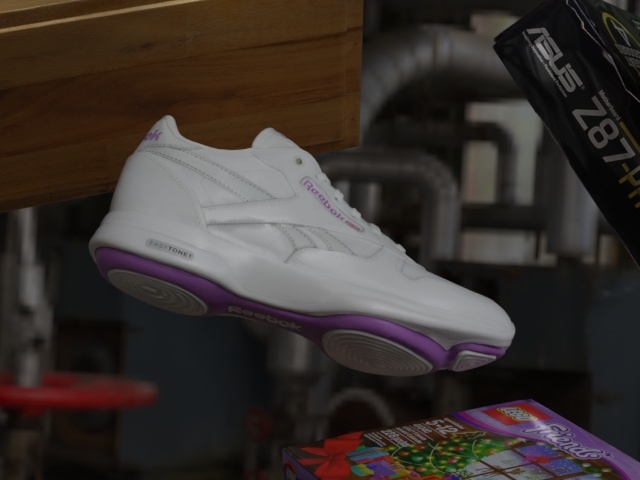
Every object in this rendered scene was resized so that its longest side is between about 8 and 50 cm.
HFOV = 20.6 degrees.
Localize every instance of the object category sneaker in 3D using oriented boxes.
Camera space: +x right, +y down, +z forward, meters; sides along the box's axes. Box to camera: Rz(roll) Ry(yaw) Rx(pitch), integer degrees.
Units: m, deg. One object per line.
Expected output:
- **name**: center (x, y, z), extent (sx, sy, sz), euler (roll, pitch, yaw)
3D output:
- **sneaker**: center (0.000, 0.000, 1.237), extent (0.305, 0.152, 0.114), euler (19, -24, -7)

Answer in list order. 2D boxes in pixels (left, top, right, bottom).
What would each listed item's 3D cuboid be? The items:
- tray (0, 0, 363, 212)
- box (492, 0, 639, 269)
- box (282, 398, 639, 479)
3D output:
- **tray**: center (-0.170, -0.137, 1.457), extent (0.411, 0.203, 0.076), euler (-11, 43, -12)
- **box**: center (0.335, -0.057, 1.595), extent (0.097, 0.318, 0.395), euler (-35, -17, 22)
- **box**: center (0.121, 0.184, 1.128), extent (0.201, 0.057, 0.293), euler (-8, 15, -22)
